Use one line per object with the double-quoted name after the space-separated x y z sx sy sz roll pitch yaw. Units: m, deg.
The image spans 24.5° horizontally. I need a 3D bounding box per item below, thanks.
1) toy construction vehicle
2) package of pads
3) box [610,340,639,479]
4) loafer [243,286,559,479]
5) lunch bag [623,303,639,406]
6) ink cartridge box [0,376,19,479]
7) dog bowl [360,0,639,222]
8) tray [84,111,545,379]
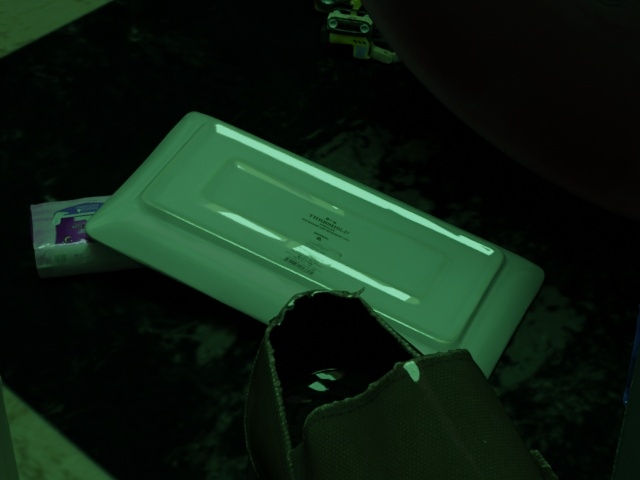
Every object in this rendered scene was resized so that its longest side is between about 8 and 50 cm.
0.037 -0.171 1.151 0.098 0.035 0.086 9 32 4 "toy construction vehicle"
-0.146 -0.003 0.959 0.083 0.032 0.050 -7 43 -9 "package of pads"
0.252 0.045 0.661 0.165 0.143 0.270 -21 30 37 "box"
0.039 0.122 0.674 0.134 0.130 0.366 -18 23 -19 "loafer"
0.257 0.101 0.814 0.129 0.096 0.151 -9 34 -12 "lunch bag"
-0.315 0.061 0.823 0.198 0.115 0.273 -22 48 -23 "ink cartridge box"
0.185 -0.162 0.899 0.408 0.408 0.150 30 72 27 "dog bowl"
0.000 0.000 0.937 0.270 0.030 0.145 25 48 13 "tray"
